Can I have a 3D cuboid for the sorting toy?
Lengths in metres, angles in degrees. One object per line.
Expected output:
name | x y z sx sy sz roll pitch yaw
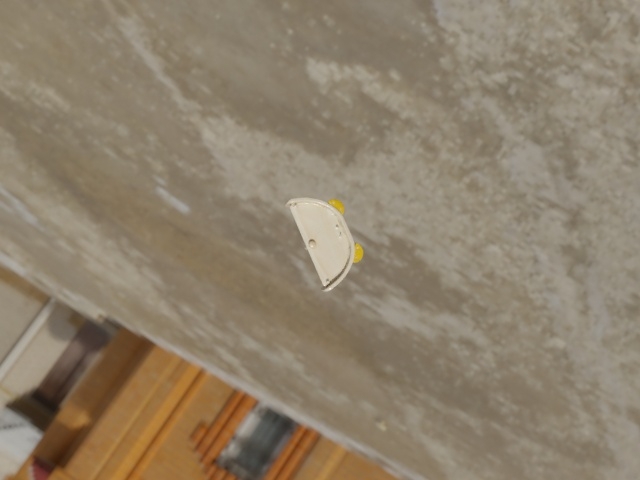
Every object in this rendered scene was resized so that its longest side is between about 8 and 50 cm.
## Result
sorting toy | 0.000 0.000 1.004 0.083 0.045 0.075 67 166 0
